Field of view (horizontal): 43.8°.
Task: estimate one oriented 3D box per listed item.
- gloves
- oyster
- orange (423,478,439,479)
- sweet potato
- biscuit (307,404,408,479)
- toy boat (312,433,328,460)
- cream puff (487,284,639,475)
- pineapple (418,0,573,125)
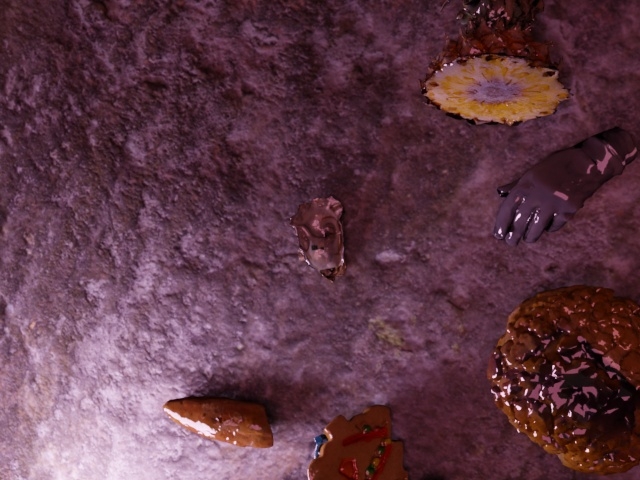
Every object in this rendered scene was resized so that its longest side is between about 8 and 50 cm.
[{"bbox_3d":[0.419,-0.098,1.406,0.285,0.119,0.142,-46,51,17],"label":"gloves"},{"bbox_3d":[-0.003,0.000,1.545,0.108,0.053,0.166,-6,84,-11],"label":"oyster"},{"bbox_3d":[0.209,0.496,1.505,0.085,0.095,0.085,1,92,21],"label":"orange"},{"bbox_3d":[-0.203,0.361,1.613,0.251,0.097,0.097,8,96,19],"label":"sweet potato"},{"bbox_3d":[0.091,0.434,1.510,0.212,0.041,0.239,-39,98,-28],"label":"biscuit"},{"bbox_3d":[0.044,0.475,1.545,0.088,0.102,0.215,-27,86,13],"label":"toy boat"},{"bbox_3d":[0.453,0.246,1.351,0.327,0.231,0.343,-8,92,12],"label":"cream puff"},{"bbox_3d":[0.312,-0.367,1.374,0.262,0.262,0.272,5,73,15],"label":"pineapple"}]
